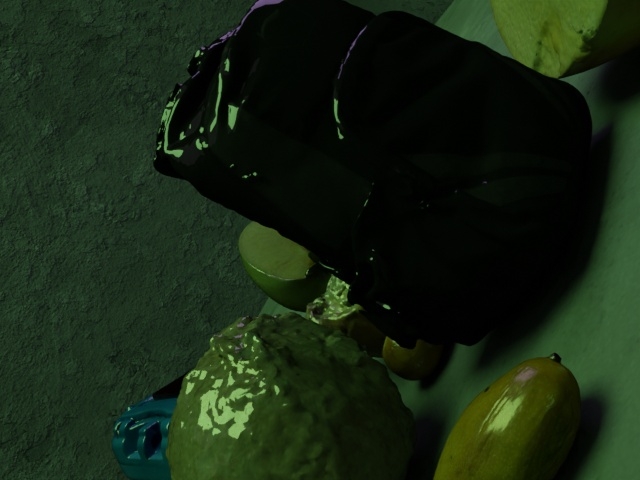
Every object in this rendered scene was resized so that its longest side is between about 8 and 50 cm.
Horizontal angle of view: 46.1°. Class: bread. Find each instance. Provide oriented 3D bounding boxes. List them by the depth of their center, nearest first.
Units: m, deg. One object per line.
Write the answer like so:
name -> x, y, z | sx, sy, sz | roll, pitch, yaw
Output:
bread -> 0.095, 0.053, 1.046 | 0.274, 0.149, 0.274 | -53, 3, 4

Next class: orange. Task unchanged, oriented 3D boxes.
orange -> 0.113, 0.129, 0.911 | 0.083, 0.070, 0.083 | 21, -90, -89

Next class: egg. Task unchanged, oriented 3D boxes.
egg -> -0.040, 0.216, 0.820 | 0.310, 0.279, 0.279 | 26, 83, 54

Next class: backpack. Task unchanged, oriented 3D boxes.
backpack -> 0.051, -0.101, 0.824 | 0.363, 0.445, 0.255 | -63, 2, -38

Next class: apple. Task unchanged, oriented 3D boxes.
apple -> 0.313, -0.339, 0.841 | 0.314, 0.252, 0.309 | -57, -5, -6
apple -> 0.008, 0.016, 1.459 | 0.295, 0.233, 0.258 | -38, 26, 14

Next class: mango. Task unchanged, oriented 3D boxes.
mango -> 0.136, 0.170, 0.578 | 0.190, 0.075, 0.098 | -64, 1, 9

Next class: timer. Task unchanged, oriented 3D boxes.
timer -> -0.144, 0.250, 1.148 | 0.309, 0.115, 0.340 | -30, 9, -41
